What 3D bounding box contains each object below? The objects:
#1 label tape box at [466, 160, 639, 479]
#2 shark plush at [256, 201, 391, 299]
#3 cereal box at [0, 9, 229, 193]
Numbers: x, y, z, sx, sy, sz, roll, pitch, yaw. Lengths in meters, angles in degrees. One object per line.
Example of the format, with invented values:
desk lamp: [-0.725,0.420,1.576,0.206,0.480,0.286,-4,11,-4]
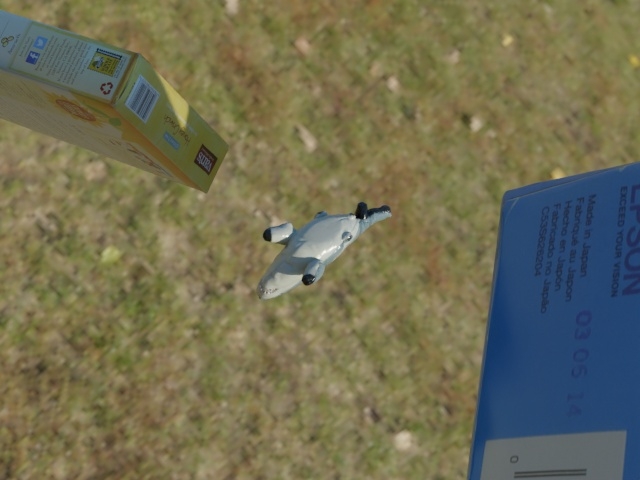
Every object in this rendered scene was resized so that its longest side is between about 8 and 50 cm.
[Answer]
label tape box: [0.217,0.135,0.662,0.334,0.106,0.240,25,65,-35]
shark plush: [0.000,0.000,1.404,0.073,0.067,0.161,37,58,16]
cereal box: [-0.204,-0.116,1.023,0.240,0.047,0.173,21,-10,22]
